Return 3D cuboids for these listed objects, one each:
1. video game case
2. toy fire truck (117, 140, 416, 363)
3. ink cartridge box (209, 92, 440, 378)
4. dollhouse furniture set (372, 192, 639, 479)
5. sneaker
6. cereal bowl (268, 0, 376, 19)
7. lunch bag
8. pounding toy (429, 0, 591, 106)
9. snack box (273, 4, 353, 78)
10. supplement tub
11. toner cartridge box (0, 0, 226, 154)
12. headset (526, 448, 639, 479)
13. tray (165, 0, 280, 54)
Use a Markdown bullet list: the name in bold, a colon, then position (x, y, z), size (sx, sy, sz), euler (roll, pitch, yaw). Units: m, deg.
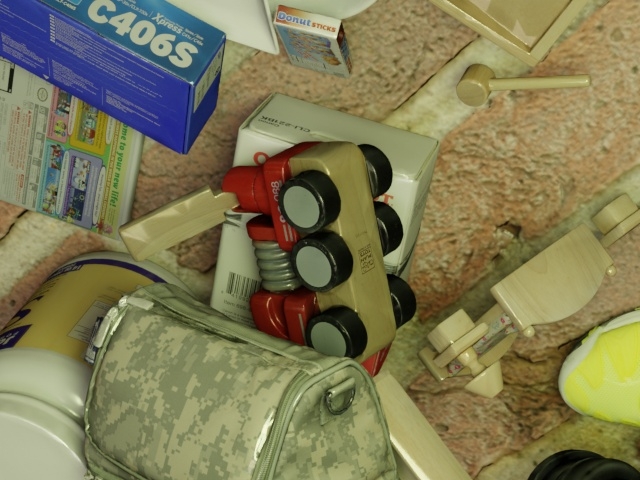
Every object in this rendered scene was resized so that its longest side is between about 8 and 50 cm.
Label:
- **video game case**: position (-0.295, -0.120, 1.788), size (0.193, 0.023, 0.212), euler (19, 121, 8)
- **toy fire truck**: position (-0.057, 0.016, 1.594), size (0.246, 0.158, 0.217), euler (3, 113, 39)
- **ink cartridge box**: position (0.000, 0.000, 1.702), size (0.197, 0.114, 0.272), euler (17, 122, 9)
- **dollhouse furniture set**: position (0.193, 0.154, 1.638), size (0.174, 0.355, 0.303), euler (53, 151, 8)
- **sneaker**: position (0.436, 0.163, 1.629), size (0.385, 0.147, 0.145), euler (3, 120, 18)
- **cereal bowl**: position (-0.052, -0.368, 1.470), size (0.339, 0.141, 0.339), euler (25, 153, 14)
- **lunch bag**: position (-0.084, 0.192, 1.518), size (0.305, 0.213, 0.256), euler (18, 116, 42)
- **pounding toy**: position (0.199, -0.226, 1.533), size (0.181, 0.094, 0.206), euler (32, 132, -6)
- **snack box**: position (-0.005, -0.196, 1.571), size (0.064, 0.178, 0.022), euler (16, 85, 7)
- **supplement tub**: position (-0.274, 0.185, 1.764), size (0.241, 0.331, 0.241), euler (8, 119, 14)
- **toner cartridge box**: position (-0.269, -0.230, 1.637), size (0.348, 0.075, 0.165), euler (29, 155, 4)
- **headset**: position (0.331, 0.312, 1.605), size (0.243, 0.394, 0.185), euler (-1, 91, 40)
- **tray**: position (-0.115, -0.290, 1.483), size (0.145, 0.030, 0.270), euler (20, 151, 22)
